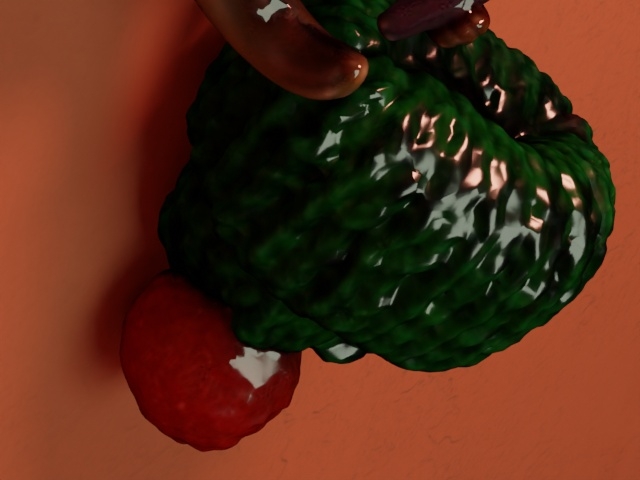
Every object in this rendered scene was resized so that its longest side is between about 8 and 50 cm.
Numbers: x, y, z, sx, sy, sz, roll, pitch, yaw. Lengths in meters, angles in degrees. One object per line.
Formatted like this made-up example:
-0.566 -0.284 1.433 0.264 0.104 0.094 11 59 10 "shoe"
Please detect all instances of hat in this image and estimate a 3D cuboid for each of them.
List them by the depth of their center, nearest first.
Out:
0.000 0.000 1.231 0.274 0.242 0.332 34 119 -24 "hat"

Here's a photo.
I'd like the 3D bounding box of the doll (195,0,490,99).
0.054 -0.236 1.002 0.340 0.209 0.318 -37 114 -22 "doll"
